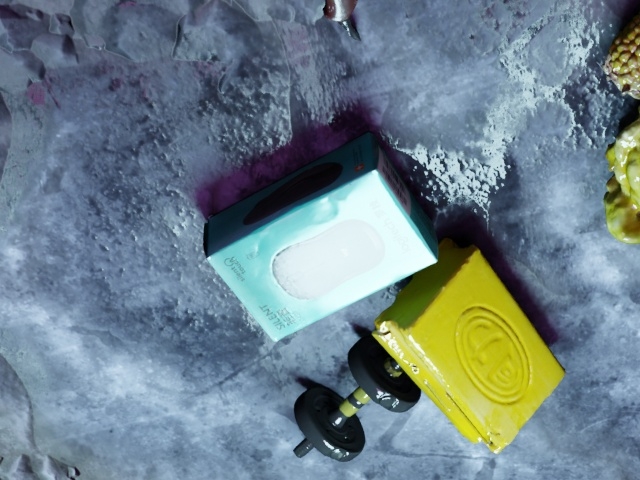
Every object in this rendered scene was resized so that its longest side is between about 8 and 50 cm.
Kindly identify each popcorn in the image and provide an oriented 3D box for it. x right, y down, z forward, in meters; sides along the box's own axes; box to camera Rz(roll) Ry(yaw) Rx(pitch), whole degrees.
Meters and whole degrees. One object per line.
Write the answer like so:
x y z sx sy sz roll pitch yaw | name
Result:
0.537 -0.126 1.640 0.286 0.173 0.225 -17 108 21 | popcorn

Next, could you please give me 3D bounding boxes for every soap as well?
0.246 0.177 1.820 0.204 0.096 0.324 -49 120 -15 | soap

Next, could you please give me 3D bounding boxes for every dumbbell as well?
0.062 0.268 1.904 0.143 0.143 0.325 34 117 -21 | dumbbell

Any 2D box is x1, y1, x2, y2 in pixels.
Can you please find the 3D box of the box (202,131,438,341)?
0.000 0.000 1.739 0.311 0.118 0.205 -26 119 15 | box

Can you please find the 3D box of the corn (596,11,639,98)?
0.516 -0.323 1.545 0.106 0.106 0.305 34 112 -21 | corn

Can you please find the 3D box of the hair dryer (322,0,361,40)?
0.047 -0.417 1.488 0.313 0.123 0.340 -22 133 1 | hair dryer
